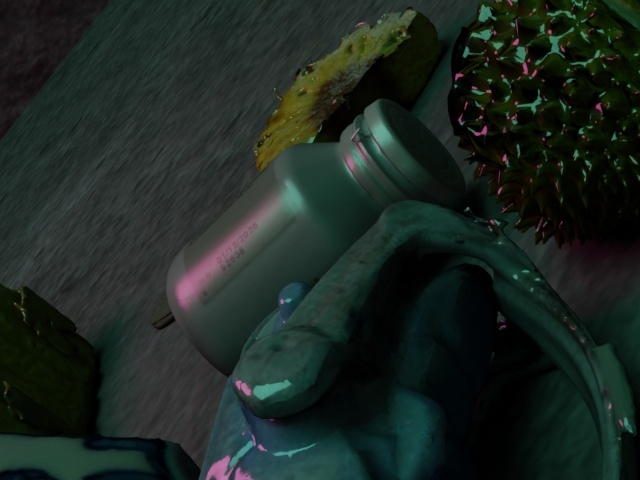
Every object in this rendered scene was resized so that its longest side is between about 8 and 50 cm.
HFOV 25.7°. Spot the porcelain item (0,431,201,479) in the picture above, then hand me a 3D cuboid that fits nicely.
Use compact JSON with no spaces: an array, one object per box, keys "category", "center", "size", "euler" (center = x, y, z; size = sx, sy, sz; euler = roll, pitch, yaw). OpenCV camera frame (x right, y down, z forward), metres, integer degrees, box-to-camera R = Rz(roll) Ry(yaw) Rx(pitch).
[{"category":"porcelain item","center":[-0.184,0.255,0.827],"size":[0.281,0.157,0.286],"euler":[2,47,19]}]

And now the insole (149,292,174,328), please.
[{"category":"insole","center":[-0.101,0.030,1.341],"size":[0.192,0.010,0.063],"euler":[-36,26,34]}]

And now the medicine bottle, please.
[{"category":"medicine bottle","center":[0.000,0.000,1.033],"size":[0.215,0.135,0.135],"euler":[-43,24,20]}]

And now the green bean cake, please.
[{"category":"green bean cake","center":[-0.385,0.200,1.384],"size":[0.310,0.202,0.285],"euler":[-46,21,13]}]

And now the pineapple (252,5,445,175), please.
[{"category":"pineapple","center":[0.010,-0.107,1.261],"size":[0.135,0.079,0.233],"euler":[4,53,54]}]

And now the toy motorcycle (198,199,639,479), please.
[{"category":"toy motorcycle","center":[0.036,0.111,0.734],"size":[0.241,0.182,0.319],"euler":[-34,27,37]}]

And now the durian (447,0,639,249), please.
[{"category":"durian","center":[0.142,-0.093,0.860],"size":[0.237,0.138,0.193],"euler":[146,132,-61]}]
